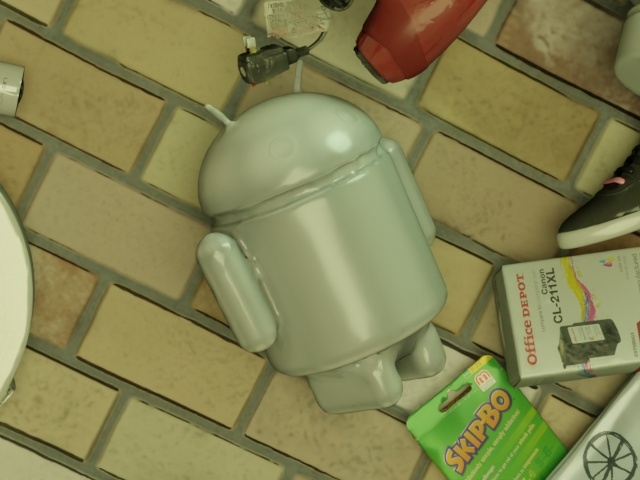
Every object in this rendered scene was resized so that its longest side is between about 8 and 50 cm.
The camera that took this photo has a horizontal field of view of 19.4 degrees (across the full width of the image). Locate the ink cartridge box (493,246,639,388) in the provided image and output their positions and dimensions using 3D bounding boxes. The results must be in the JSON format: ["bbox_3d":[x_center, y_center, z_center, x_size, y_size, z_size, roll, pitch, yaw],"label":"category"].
[{"bbox_3d":[0.282,0.082,2.005,0.175,0.072,0.127,-8,79,-3],"label":"ink cartridge box"}]

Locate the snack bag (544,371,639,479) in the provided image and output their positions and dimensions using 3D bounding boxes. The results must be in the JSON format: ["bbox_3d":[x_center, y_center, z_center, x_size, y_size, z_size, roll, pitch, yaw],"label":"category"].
[{"bbox_3d":[0.416,0.295,2.068,0.323,0.037,0.342,42,83,-11],"label":"snack bag"}]

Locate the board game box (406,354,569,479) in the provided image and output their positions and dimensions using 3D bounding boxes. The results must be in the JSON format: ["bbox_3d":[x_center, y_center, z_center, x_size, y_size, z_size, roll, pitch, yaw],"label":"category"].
[{"bbox_3d":[0.213,0.256,2.055,0.124,0.039,0.259,-39,102,-3],"label":"board game box"}]

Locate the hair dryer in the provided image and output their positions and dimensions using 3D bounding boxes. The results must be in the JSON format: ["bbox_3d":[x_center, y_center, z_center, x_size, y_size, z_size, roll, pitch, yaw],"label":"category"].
[{"bbox_3d":[0.056,-0.252,1.822,0.293,0.080,0.224,-9,127,-11],"label":"hair dryer"}]

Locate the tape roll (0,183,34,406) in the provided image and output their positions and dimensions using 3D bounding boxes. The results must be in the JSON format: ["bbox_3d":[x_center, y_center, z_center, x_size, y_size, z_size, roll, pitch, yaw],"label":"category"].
[{"bbox_3d":[-0.486,0.054,1.929,0.392,0.072,0.392,-1,97,-8],"label":"tape roll"}]

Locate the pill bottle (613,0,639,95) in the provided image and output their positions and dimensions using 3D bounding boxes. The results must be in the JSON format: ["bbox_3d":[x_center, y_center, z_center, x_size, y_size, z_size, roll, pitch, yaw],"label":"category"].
[{"bbox_3d":[0.422,-0.318,1.890,0.204,0.204,0.361,18,78,-9],"label":"pill bottle"}]

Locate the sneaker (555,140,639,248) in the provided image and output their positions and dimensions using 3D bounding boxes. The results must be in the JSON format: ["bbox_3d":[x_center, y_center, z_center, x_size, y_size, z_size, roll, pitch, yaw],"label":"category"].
[{"bbox_3d":[0.357,-0.107,2.003,0.295,0.104,0.147,-29,97,-9],"label":"sneaker"}]

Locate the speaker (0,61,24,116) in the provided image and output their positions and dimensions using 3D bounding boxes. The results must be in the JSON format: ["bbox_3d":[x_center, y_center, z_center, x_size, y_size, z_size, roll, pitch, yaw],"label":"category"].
[{"bbox_3d":[-0.373,-0.166,1.926,0.136,0.055,0.055,12,95,-9],"label":"speaker"}]

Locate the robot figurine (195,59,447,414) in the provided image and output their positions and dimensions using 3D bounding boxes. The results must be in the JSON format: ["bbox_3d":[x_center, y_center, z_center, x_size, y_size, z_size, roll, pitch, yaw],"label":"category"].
[{"bbox_3d":[0.000,0.000,1.916,0.300,0.199,0.353,-31,102,-43],"label":"robot figurine"}]
